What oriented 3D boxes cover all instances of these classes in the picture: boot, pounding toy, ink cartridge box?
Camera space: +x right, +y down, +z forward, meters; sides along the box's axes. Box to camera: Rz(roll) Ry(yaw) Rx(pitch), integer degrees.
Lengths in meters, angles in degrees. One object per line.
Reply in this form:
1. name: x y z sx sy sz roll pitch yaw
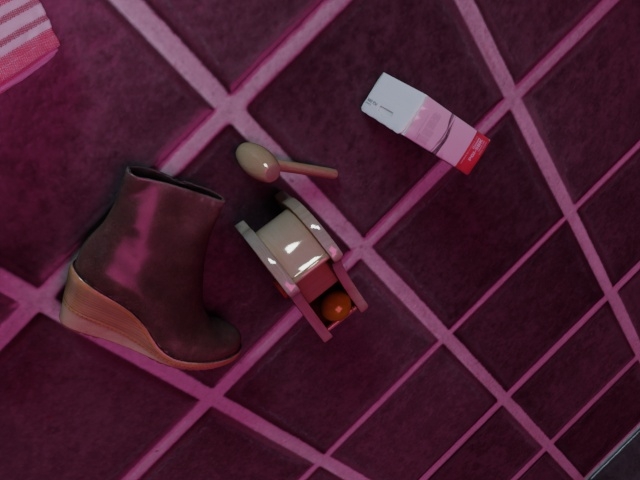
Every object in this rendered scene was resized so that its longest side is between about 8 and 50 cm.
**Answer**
1. boot: -0.158 0.041 0.777 0.248 0.090 0.206 22 108 -36
2. pounding toy: 0.000 0.000 0.809 0.155 0.154 0.269 -38 132 -6
3. ink cartridge box: 0.133 -0.147 0.836 0.135 0.099 0.056 22 106 -40

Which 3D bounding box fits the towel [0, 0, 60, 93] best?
1. towel: -0.310 -0.206 0.526 0.144 0.029 0.197 -51 137 -35
